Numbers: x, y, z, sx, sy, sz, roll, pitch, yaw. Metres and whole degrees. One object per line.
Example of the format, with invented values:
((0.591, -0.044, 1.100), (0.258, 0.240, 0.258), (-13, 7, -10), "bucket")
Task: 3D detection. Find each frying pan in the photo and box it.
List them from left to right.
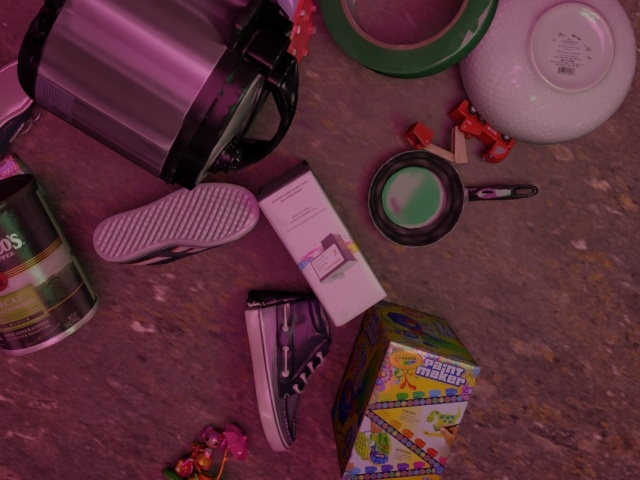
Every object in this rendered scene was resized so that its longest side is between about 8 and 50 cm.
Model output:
((0.248, -0.113, 1.573), (0.326, 0.053, 0.197), (-27, 102, 0), "frying pan")

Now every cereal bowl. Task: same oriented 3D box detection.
((0.441, -0.349, 1.468), (0.339, 0.141, 0.338), (0, 93, -8), "cereal bowl")

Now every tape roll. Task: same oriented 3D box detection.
((0.159, -0.458, 1.424), (0.321, 0.077, 0.321), (1, 93, 18), "tape roll")

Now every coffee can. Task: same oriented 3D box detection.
((-0.558, 0.043, 1.449), (0.202, 0.201, 0.275), (-21, 113, 1), "coffee can")

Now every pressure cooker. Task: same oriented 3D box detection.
((-0.242, -0.289, 1.342), (0.421, 0.370, 0.375), (32, 102, -6), "pressure cooker")

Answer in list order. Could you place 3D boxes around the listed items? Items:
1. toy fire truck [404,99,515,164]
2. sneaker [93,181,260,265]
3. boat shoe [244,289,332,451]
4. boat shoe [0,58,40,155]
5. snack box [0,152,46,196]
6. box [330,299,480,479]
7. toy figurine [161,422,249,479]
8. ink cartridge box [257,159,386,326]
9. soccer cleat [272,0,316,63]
((0.275, -0.197, 1.536), (0.192, 0.047, 0.135), (37, 75, -10), "toy fire truck")
((-0.262, -0.030, 1.507), (0.321, 0.127, 0.126), (-11, 82, 8), "sneaker")
((-0.049, 0.260, 1.589), (0.158, 0.127, 0.340), (-8, 102, 5), "boat shoe")
((-0.594, -0.229, 1.473), (0.095, 0.079, 0.254), (33, 90, 6), "boat shoe")
((-0.622, -0.089, 1.524), (0.141, 0.037, 0.100), (-33, 104, 3), "snack box")
((0.152, 0.298, 1.530), (0.177, 0.290, 0.279), (17, 99, -7), "box")
((-0.223, 0.453, 1.645), (0.173, 0.130, 0.159), (26, 85, 16), "toy figurine")
((0.000, 0.000, 1.502), (0.117, 0.201, 0.278), (-31, 102, 3), "ink cartridge box")
((-0.060, -0.452, 1.477), (0.095, 0.083, 0.247), (13, 108, 23), "soccer cleat")
